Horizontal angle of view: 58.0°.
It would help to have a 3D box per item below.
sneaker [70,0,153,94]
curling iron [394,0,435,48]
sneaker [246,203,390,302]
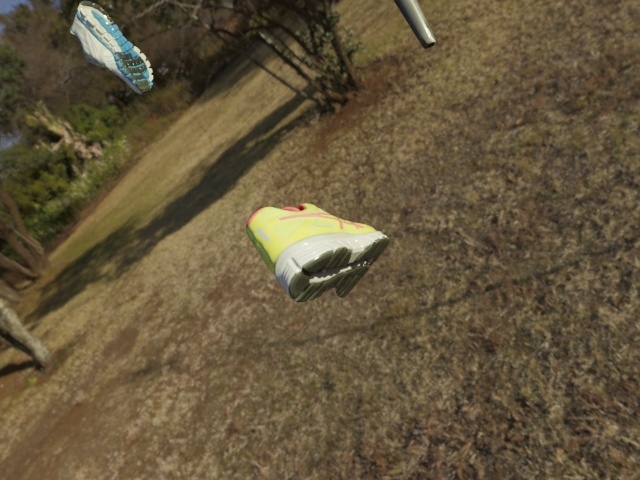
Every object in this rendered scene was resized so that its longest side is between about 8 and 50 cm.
[{"bbox_3d":[-0.393,-0.345,1.081,0.082,0.191,0.071,-35,6,32],"label":"sneaker"},{"bbox_3d":[0.080,-0.360,0.735,0.035,0.274,0.068,-32,-16,18],"label":"curling iron"},{"bbox_3d":[0.000,0.000,0.567,0.081,0.094,0.208,-53,-19,10],"label":"sneaker"}]
